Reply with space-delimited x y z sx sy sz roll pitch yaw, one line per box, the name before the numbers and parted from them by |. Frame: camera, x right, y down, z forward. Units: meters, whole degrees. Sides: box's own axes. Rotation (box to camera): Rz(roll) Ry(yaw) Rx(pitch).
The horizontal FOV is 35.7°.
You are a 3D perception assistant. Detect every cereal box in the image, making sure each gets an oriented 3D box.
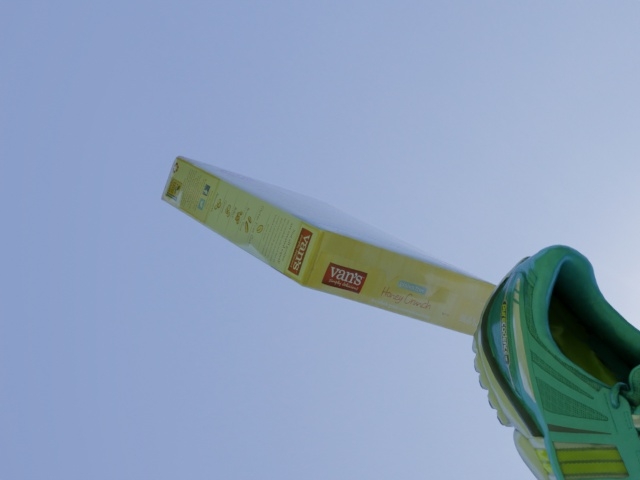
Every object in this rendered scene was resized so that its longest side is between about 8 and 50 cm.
cereal box | 0.000 0.000 0.775 0.240 0.173 0.047 29 -80 55

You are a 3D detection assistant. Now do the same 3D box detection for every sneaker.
sneaker | 0.180 0.123 0.569 0.275 0.107 0.110 58 -33 29
